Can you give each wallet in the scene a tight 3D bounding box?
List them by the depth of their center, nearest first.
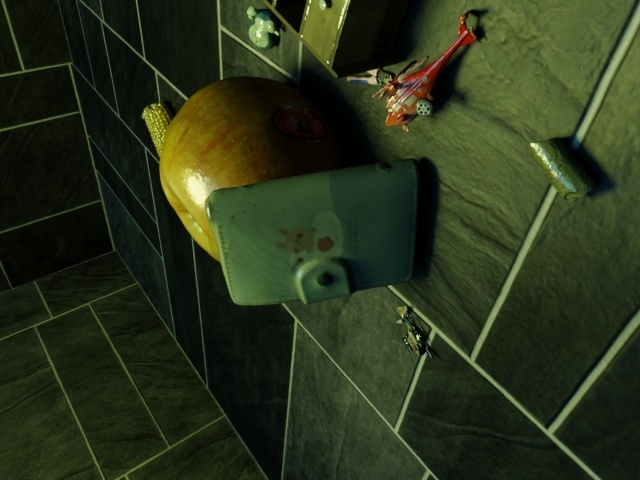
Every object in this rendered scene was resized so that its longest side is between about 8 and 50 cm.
[{"bbox_3d":[0.000,0.000,0.910,0.083,0.360,0.252,-109,11,-57],"label":"wallet"}]

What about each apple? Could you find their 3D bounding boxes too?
[{"bbox_3d":[-0.147,-0.125,1.067,0.400,0.333,0.400,36,136,45],"label":"apple"}]

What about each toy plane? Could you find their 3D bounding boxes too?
[{"bbox_3d":[0.157,-0.242,0.770,0.077,0.126,0.194,37,114,-11],"label":"toy plane"},{"bbox_3d":[0.187,0.188,1.064,0.121,0.031,0.049,60,145,6],"label":"toy plane"}]

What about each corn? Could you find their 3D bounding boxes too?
[{"bbox_3d":[-0.510,-0.327,1.748,0.091,0.091,0.260,9,123,38],"label":"corn"}]

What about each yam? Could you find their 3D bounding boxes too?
[{"bbox_3d":[0.303,-0.093,0.661,0.094,0.043,0.043,60,150,13],"label":"yam"}]

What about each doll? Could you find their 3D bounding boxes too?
[{"bbox_3d":[-0.114,-0.431,1.079,0.076,0.050,0.083,39,143,9],"label":"doll"}]

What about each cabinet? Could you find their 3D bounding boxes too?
[{"bbox_3d":[0.034,-0.384,0.775,0.215,0.148,0.175,52,148,21],"label":"cabinet"}]

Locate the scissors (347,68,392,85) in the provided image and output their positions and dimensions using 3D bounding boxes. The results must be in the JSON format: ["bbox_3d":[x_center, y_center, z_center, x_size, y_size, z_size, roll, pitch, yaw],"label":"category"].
[{"bbox_3d":[0.083,-0.285,0.904,0.113,0.012,0.039,31,136,45],"label":"scissors"}]
